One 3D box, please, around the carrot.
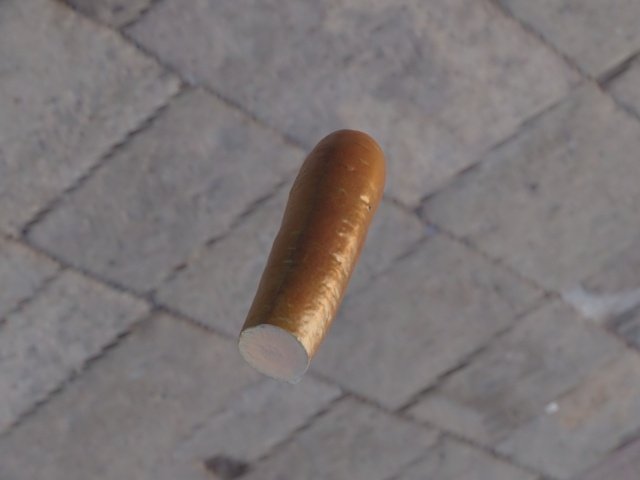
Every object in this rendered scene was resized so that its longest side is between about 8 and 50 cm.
[{"bbox_3d":[0.000,0.000,1.389,0.067,0.225,0.067,11,138,10],"label":"carrot"}]
